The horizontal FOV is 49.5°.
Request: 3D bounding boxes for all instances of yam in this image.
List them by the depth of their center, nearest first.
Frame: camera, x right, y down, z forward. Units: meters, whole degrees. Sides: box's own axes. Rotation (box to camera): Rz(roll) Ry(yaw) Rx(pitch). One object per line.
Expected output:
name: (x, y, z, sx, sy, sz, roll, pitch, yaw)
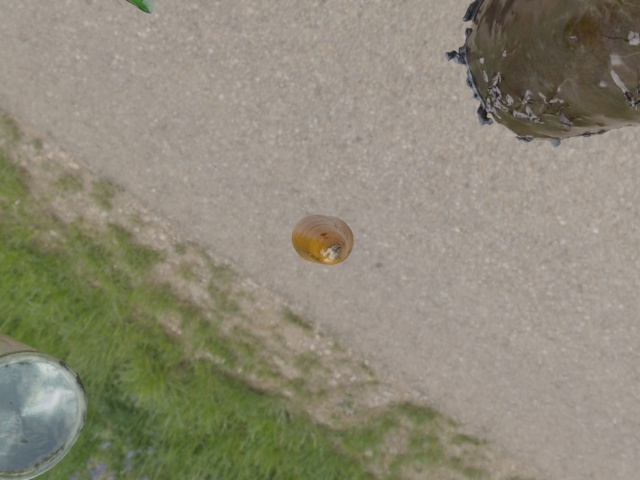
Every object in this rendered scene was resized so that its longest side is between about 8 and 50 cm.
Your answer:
yam: (0.168, -0.118, 0.339, 0.131, 0.131, 0.280, 33, 176, -10)

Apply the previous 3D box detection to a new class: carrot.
carrot: (0.000, 0.000, 0.738, 0.062, 0.271, 0.066, -31, 86, 5)

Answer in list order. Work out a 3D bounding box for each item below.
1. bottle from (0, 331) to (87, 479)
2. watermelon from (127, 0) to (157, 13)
bottle: (-0.221, 0.093, 0.450, 0.202, 0.072, 0.072, 1, 137, 52)
watermelon: (-0.349, -0.613, 1.176, 0.292, 0.222, 0.319, 38, 101, 1)
